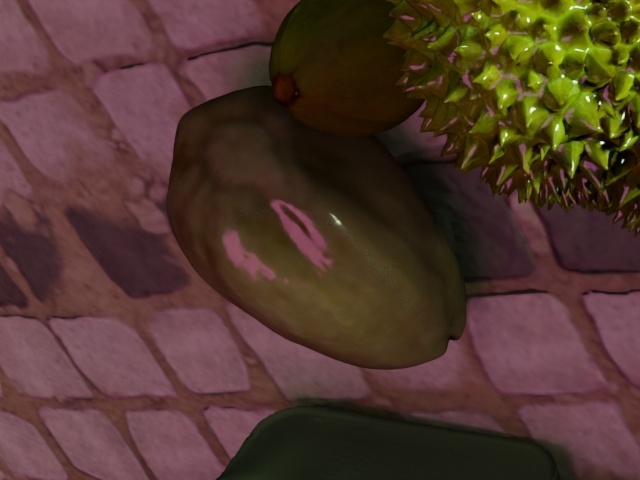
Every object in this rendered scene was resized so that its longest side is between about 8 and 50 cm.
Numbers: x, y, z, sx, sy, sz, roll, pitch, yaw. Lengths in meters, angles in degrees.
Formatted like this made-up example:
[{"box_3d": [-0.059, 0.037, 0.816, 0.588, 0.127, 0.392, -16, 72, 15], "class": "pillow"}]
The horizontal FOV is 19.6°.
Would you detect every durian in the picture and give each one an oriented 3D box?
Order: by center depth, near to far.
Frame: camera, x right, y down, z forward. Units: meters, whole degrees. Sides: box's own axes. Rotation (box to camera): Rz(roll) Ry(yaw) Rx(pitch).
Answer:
[{"box_3d": [0.114, -0.082, 0.710, 0.198, 0.159, 0.146, 22, 168, -38], "class": "durian"}]

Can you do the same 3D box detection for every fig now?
[{"box_3d": [0.010, -0.081, 0.846, 0.074, 0.088, 0.074, 16, 116, 36], "class": "fig"}]

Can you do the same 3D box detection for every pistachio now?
[{"box_3d": [0.000, 0.000, 0.928, 0.185, 0.108, 0.126, 42, 167, -17], "class": "pistachio"}]

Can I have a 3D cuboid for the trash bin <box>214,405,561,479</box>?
[{"box_3d": [0.069, 0.275, 1.122, 0.223, 0.158, 0.343, 5, 128, 32], "class": "trash bin"}]
